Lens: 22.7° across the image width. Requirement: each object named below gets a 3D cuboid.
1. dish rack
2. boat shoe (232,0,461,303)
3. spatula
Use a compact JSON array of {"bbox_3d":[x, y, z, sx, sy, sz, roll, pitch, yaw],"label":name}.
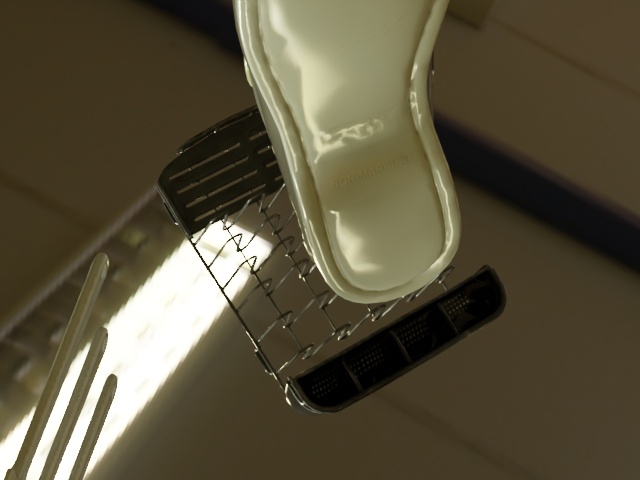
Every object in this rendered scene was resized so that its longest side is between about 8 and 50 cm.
[{"bbox_3d":[0.000,0.000,1.336,0.208,0.074,0.271,-28,-102,-25],"label":"dish rack"},{"bbox_3d":[0.009,-0.104,0.801,0.109,0.305,0.091,-16,-138,-7],"label":"boat shoe"},{"bbox_3d":[-0.158,0.139,0.894,0.019,0.168,0.242,10,-129,6],"label":"spatula"}]
